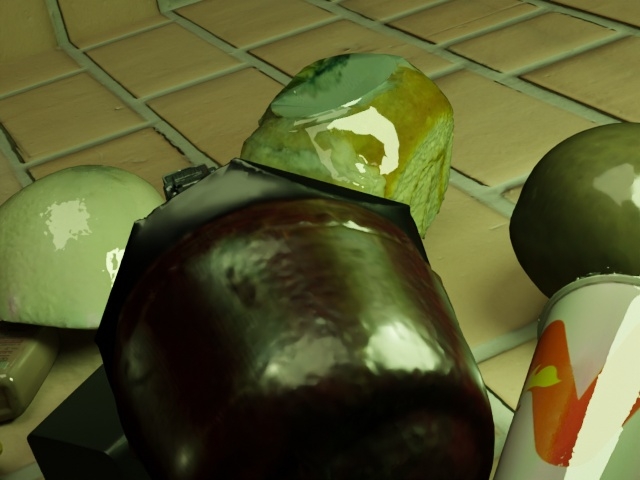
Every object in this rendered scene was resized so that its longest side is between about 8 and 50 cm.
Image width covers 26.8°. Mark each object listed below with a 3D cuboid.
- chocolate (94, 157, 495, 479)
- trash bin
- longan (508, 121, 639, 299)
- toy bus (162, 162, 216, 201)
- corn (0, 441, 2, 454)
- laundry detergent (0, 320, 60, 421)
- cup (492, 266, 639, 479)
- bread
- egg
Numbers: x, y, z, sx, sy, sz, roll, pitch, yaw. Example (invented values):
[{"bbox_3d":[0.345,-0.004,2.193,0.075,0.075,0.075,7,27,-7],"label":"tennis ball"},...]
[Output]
[{"bbox_3d":[-0.008,0.154,1.257,0.384,0.383,0.331,-18,24,-11],"label":"chocolate"},{"bbox_3d":[-0.203,0.203,1.554,0.165,0.115,0.225,6,33,38],"label":"trash bin"},{"bbox_3d":[0.372,-0.018,1.577,0.300,0.243,0.300,-4,35,3],"label":"longan"},{"bbox_3d":[-0.176,-0.032,2.054,0.092,0.106,0.268,-18,27,-10],"label":"toy bus"},{"bbox_3d":[-0.507,0.256,1.617,0.311,0.101,0.101,-5,26,21],"label":"corn"},{"bbox_3d":[-0.445,0.160,1.813,0.171,0.076,0.237,-8,24,10],"label":"laundry detergent"},{"bbox_3d":[0.259,0.189,1.274,0.203,0.203,0.288,1,35,29],"label":"cup"},{"bbox_3d":[0.017,-0.091,1.835,0.239,0.264,0.395,15,40,21],"label":"bread"},{"bbox_3d":[-0.335,-0.004,1.885,0.337,0.200,0.337,0,11,0],"label":"egg"}]
